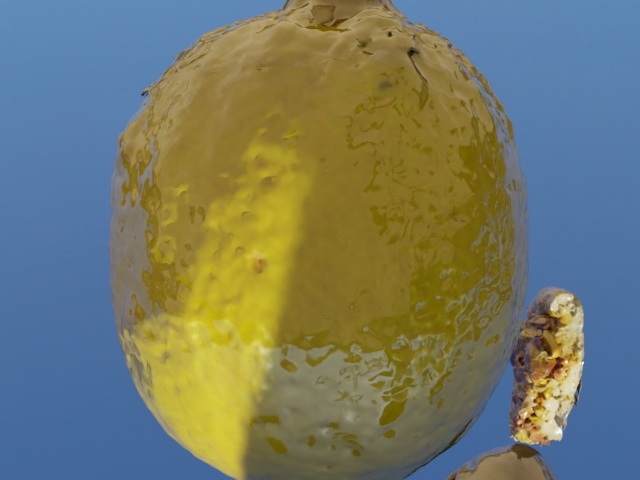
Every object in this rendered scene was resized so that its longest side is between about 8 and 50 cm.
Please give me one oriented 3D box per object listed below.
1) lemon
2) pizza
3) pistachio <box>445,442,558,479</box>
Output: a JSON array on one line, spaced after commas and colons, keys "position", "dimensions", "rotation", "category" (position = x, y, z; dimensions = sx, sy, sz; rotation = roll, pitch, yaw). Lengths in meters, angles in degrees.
[{"position": [0.000, 0.000, 0.696], "dimensions": [0.245, 0.319, 0.245], "rotation": [3, -172, 0], "category": "lemon"}, {"position": [0.226, 0.130, 1.258], "dimensions": [0.058, 0.246, 0.127], "rotation": [-5, -121, -4], "category": "pizza"}, {"position": [0.166, 0.258, 1.082], "dimensions": [0.125, 0.124, 0.184], "rotation": [-1, -135, -1], "category": "pistachio"}]
